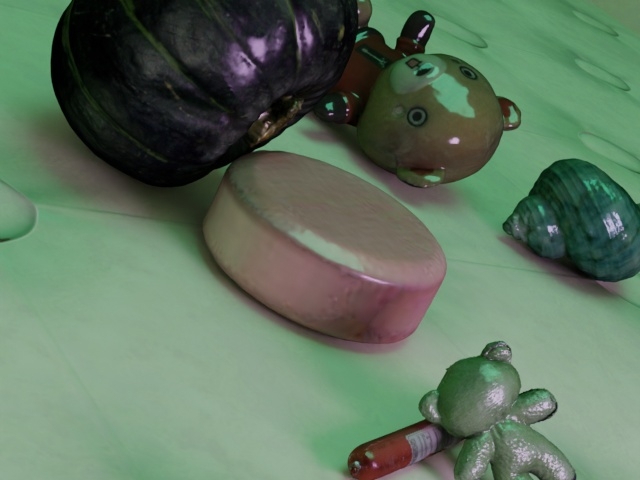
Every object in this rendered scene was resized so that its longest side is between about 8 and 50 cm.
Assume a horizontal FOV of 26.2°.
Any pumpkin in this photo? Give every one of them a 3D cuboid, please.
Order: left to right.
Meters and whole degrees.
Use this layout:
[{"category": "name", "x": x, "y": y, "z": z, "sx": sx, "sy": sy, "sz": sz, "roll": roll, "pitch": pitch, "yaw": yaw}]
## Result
[{"category": "pumpkin", "x": -0.118, "y": -0.202, "z": 1.390, "sx": 0.241, "sy": 0.323, "sz": 0.323, "roll": 57, "pitch": 24, "yaw": 0}]

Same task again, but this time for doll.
[{"category": "doll", "x": 0.092, "y": -0.191, "z": 1.841, "sx": 0.330, "sy": 0.174, "sz": 0.235, "roll": 36, "pitch": 53, "yaw": 27}, {"category": "doll", "x": 0.151, "y": 0.166, "z": 1.166, "sx": 0.150, "sy": 0.115, "sz": 0.077, "roll": 55, "pitch": -15, "yaw": -3}]

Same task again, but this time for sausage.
[{"category": "sausage", "x": 0.091, "y": 0.167, "z": 1.172, "sx": 0.034, "sy": 0.034, "sz": 0.253, "roll": 38, "pitch": 23, "yaw": 25}]

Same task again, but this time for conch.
[{"category": "conch", "x": 0.343, "y": -0.021, "z": 1.791, "sx": 0.202, "sy": 0.134, "sz": 0.196, "roll": 21, "pitch": -19, "yaw": -2}]

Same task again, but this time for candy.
[{"category": "candy", "x": 0.000, "y": 0.000, "z": 1.365, "sx": 0.255, "sy": 0.094, "sz": 0.255, "roll": 23, "pitch": 22, "yaw": -10}]
